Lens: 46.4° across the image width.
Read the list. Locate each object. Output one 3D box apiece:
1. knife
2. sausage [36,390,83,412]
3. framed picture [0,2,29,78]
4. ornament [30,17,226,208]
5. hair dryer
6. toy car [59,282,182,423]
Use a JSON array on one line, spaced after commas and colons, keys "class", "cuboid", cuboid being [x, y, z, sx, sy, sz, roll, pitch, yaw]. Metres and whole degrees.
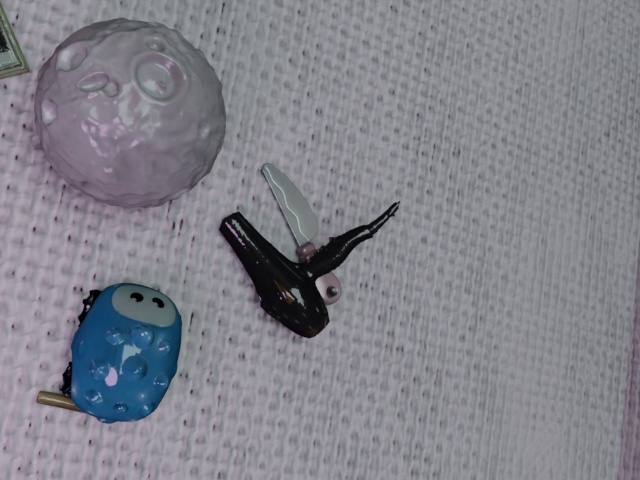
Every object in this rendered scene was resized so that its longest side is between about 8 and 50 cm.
[{"class": "knife", "cuboid": [-0.034, -0.019, 1.613, 0.081, 0.043, 0.335, -24, 95, -29]}, {"class": "sausage", "cuboid": [-0.446, 0.297, 1.353, 0.132, 0.024, 0.024, 20, 75, -25]}, {"class": "framed picture", "cuboid": [-0.691, -0.364, 1.295, 0.293, 0.018, 0.231, -26, 97, -29]}, {"class": "ornament", "cuboid": [-0.328, -0.223, 1.316, 0.337, 0.337, 0.336, 4, 83, -29]}, {"class": "hair dryer", "cuboid": [0.000, 0.000, 1.536, 0.359, 0.120, 0.303, -36, 92, 0]}, {"class": "toy car", "cuboid": [-0.341, 0.200, 1.330, 0.189, 0.190, 0.255, 21, 72, -25]}]
